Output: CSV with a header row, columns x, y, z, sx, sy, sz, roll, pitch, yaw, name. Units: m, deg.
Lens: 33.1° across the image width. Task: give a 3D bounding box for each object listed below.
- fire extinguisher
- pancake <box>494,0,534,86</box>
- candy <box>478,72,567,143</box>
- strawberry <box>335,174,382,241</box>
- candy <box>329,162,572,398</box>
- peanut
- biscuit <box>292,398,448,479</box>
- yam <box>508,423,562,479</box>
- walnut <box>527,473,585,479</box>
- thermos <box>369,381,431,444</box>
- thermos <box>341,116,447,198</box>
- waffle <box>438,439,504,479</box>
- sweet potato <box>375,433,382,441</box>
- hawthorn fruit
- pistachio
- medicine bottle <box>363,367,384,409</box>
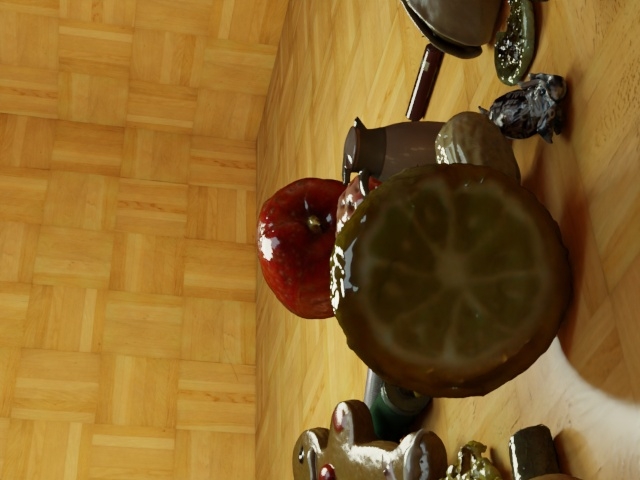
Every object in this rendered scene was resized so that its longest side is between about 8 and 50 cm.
x,y,z,sx,sy,sz,roll,pitch,yaw,name
0.173,-0.273,1.746,0.049,0.035,0.173,-41,-25,-43,fire extinguisher
0.246,-0.256,1.355,0.116,0.023,0.129,-98,12,-52,pancake
0.233,-0.143,1.281,0.226,0.051,0.094,-176,89,-79,candy
0.110,0.002,1.606,0.336,0.149,0.265,-121,39,-71,strawberry
0.137,0.041,1.144,0.118,0.260,0.259,-111,28,-78,candy
0.195,-0.049,1.260,0.098,0.090,0.214,21,-125,-60,peanut
0.045,0.382,1.603,0.432,0.064,0.283,7,96,63,biscuit
0.225,0.254,1.101,0.132,0.054,0.054,-93,13,-48,yam
0.200,0.300,0.950,0.159,0.159,0.206,-100,17,-55,walnut
0.117,0.267,1.664,0.073,0.083,0.187,-56,-8,-32,thermos
0.124,-0.098,1.454,0.105,0.193,0.137,145,129,-75,thermos
0.180,0.389,1.283,0.291,0.051,0.291,-174,90,-78,waffle
0.111,0.397,1.607,0.078,0.058,0.255,87,167,-48,sweet potato
0.002,0.009,1.888,0.262,0.258,0.258,53,-160,-37,hawthorn fruit
0.175,-0.364,1.487,0.138,0.153,0.238,97,149,-73,pistachio
0.107,0.196,1.763,0.057,0.058,0.199,-131,47,-76,medicine bottle
